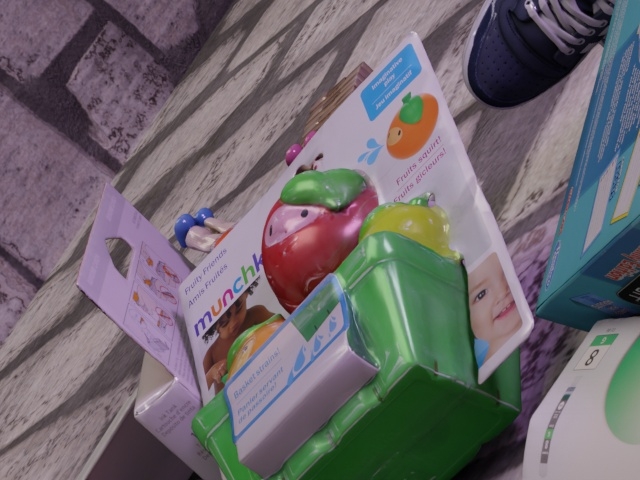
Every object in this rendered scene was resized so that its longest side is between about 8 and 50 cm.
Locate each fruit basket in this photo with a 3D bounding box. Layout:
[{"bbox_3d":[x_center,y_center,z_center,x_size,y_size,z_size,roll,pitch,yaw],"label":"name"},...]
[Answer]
[{"bbox_3d":[0.003,0.048,1.430,0.327,0.165,0.353,-46,43,26],"label":"fruit basket"}]

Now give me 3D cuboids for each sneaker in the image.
[{"bbox_3d":[0.222,-0.200,1.497,0.282,0.099,0.153,-44,13,16],"label":"sneaker"}]

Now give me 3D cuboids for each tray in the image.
[{"bbox_3d":[-0.198,0.248,1.723,0.030,0.145,0.270,32,90,32],"label":"tray"}]

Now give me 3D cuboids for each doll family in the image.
[{"bbox_3d":[0.000,0.000,1.794,0.163,0.118,0.263,18,41,38],"label":"doll family"}]

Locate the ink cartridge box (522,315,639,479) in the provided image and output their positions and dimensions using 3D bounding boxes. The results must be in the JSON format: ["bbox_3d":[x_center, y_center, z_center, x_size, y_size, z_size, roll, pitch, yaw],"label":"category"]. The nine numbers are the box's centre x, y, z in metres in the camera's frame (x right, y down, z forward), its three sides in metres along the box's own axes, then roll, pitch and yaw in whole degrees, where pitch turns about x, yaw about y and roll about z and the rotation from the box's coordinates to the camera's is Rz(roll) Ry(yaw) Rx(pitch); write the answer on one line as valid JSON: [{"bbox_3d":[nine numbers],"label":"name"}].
[{"bbox_3d":[0.167,0.142,1.112,0.224,0.056,0.181,-51,14,-18],"label":"ink cartridge box"}]

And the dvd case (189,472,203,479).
[{"bbox_3d":[-0.046,0.151,1.790,0.179,0.029,0.239,-54,16,-23],"label":"dvd case"}]

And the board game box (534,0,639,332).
[{"bbox_3d":[0.236,-0.096,1.138,0.336,0.079,0.253,118,168,-73],"label":"board game box"}]

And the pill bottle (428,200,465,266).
[{"bbox_3d":[0.050,0.047,1.607,0.193,0.108,0.108,-31,22,50],"label":"pill bottle"}]

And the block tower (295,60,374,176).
[{"bbox_3d":[0.030,-0.083,2.054,0.091,0.097,0.335,-41,14,25],"label":"block tower"}]

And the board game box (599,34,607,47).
[{"bbox_3d":[0.381,-0.241,1.450,0.318,0.066,0.318,-48,13,4],"label":"board game box"}]

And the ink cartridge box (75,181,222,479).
[{"bbox_3d":[-0.135,0.087,1.671,0.060,0.239,0.275,-44,15,13],"label":"ink cartridge box"}]
